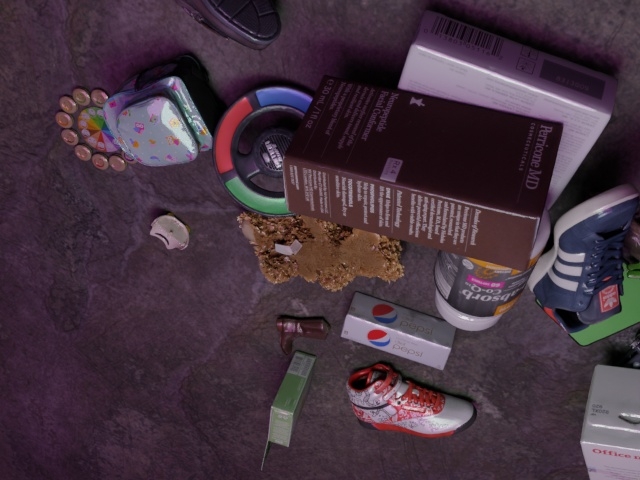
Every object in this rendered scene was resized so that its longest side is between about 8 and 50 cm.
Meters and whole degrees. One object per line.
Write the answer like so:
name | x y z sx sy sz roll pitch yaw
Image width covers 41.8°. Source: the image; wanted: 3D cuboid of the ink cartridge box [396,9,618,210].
ink cartridge box | 0.259 -0.163 1.375 0.308 0.091 0.385 20 148 3

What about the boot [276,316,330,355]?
boot | -0.031 0.207 1.788 0.114 0.037 0.106 0 129 15

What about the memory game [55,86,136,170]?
memory game | -0.425 -0.211 1.612 0.186 0.012 0.186 10 130 12

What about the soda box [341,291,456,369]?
soda box | 0.155 0.179 1.667 0.216 0.074 0.069 17 131 7

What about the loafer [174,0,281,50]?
loafer | -0.192 -0.407 1.326 0.302 0.109 0.095 41 149 -6

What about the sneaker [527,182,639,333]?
sneaker | 0.440 0.042 1.333 0.131 0.148 0.350 -20 156 -10

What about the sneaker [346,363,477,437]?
sneaker | 0.185 0.334 1.770 0.270 0.090 0.145 -3 128 26

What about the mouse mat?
mouse mat | 0.510 0.115 1.530 0.152 0.007 0.189 43 130 -15

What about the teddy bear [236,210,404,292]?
teddy bear | 0.000 0.000 1.577 0.338 0.113 0.245 -18 112 40

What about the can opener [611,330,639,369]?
can opener | 0.579 0.231 1.560 0.073 0.059 0.186 38 132 6

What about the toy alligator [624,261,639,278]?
toy alligator | 0.566 0.045 1.427 0.189 0.056 0.051 10 88 14

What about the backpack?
backpack | -0.284 -0.214 1.473 0.188 0.144 0.166 -7 130 29

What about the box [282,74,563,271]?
box | 0.151 -0.106 1.264 0.381 0.191 0.143 15 146 12

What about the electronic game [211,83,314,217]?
electronic game | -0.073 -0.153 1.443 0.229 0.048 0.229 0 100 1

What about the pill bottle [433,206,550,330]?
pill bottle | 0.278 0.034 1.418 0.162 0.162 0.278 16 148 8

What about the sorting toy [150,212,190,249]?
sorting toy | -0.313 -0.013 1.712 0.083 0.045 0.075 41 137 -14

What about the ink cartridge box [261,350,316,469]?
ink cartridge box | -0.071 0.383 1.850 0.056 0.171 0.235 15 131 8

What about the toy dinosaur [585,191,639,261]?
toy dinosaur | 0.552 0.006 1.364 0.118 0.064 0.268 -42 81 38

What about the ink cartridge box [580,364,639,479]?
ink cartridge box | 0.588 0.366 1.537 0.171 0.168 0.233 2 140 27
